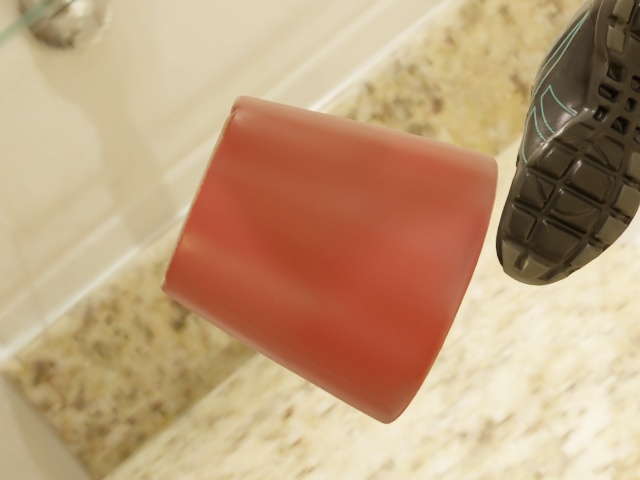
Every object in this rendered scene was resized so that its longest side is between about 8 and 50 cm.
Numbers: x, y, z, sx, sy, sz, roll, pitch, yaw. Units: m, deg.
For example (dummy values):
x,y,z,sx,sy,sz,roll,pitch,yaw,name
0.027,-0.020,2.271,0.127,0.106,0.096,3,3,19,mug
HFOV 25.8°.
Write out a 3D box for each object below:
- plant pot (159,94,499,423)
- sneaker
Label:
x,y,z,sx,sy,sz,roll,pitch,yaw,name
0.000,0.000,1.277,0.275,0.243,0.275,-157,90,-85,plant pot
0.208,-0.089,1.090,0.267,0.101,0.106,-63,18,-1,sneaker
